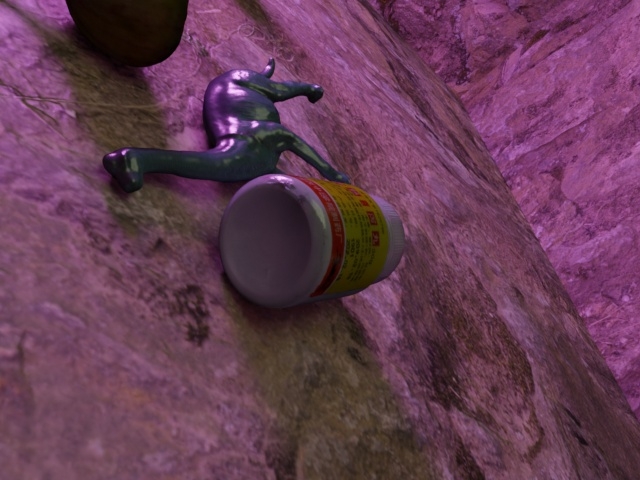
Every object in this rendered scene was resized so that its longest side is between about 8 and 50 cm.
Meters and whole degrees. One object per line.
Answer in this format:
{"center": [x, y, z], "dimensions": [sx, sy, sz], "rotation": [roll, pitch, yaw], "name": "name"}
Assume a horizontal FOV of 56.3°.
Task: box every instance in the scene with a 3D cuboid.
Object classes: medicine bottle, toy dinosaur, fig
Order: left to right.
{"center": [-0.276, -0.290, 0.693], "dimensions": [0.245, 0.149, 0.149], "rotation": [6, 47, -32], "name": "fig"}
{"center": [-0.139, -0.175, 0.773], "dimensions": [0.330, 0.129, 0.384], "rotation": [13, 42, -41], "name": "toy dinosaur"}
{"center": [0.000, 0.000, 0.691], "dimensions": [0.139, 0.139, 0.225], "rotation": [58, 25, 17], "name": "medicine bottle"}
